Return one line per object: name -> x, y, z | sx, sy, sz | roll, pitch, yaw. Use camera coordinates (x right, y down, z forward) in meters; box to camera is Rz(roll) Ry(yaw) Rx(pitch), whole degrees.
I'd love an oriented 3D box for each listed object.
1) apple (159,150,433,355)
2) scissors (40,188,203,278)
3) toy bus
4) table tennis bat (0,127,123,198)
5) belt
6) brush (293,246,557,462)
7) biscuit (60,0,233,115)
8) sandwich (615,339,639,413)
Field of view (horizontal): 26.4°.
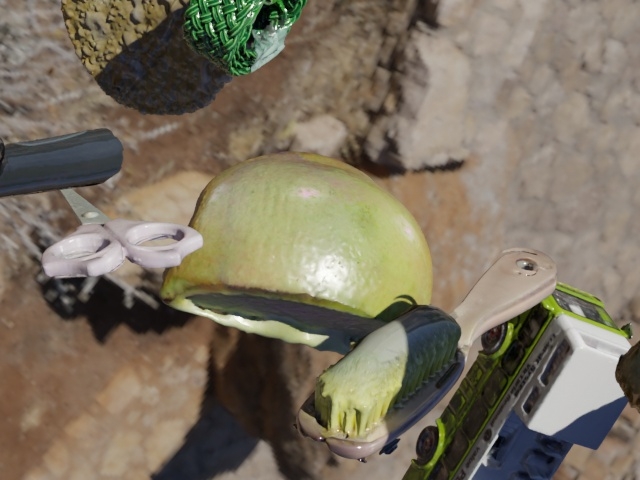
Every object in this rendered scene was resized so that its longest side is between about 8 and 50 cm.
apple -> 0.000, 0.000, 1.296 | 0.265, 0.120, 0.193 | 18, 68, -17
scissors -> -0.145, -0.010, 0.885 | 0.100, 0.189, 0.015 | -11, 109, -21
toy bus -> 0.188, 0.191, 1.340 | 0.113, 0.139, 0.302 | 20, 109, -26
table tennis bat -> -0.181, -0.022, 0.597 | 0.236, 0.150, 0.027 | -16, 84, -51
belt -> -0.073, -0.218, 1.249 | 0.121, 0.079, 0.151 | -60, 167, 17
brush -> 0.097, 0.061, 1.017 | 0.313, 0.072, 0.067 | -31, 144, -44
biscuit -> -0.176, -0.228, 1.398 | 0.033, 0.219, 0.220 | -44, 144, -53
sandwich -> 0.271, 0.054, 0.646 | 0.087, 0.226, 0.251 | 12, 125, -33
